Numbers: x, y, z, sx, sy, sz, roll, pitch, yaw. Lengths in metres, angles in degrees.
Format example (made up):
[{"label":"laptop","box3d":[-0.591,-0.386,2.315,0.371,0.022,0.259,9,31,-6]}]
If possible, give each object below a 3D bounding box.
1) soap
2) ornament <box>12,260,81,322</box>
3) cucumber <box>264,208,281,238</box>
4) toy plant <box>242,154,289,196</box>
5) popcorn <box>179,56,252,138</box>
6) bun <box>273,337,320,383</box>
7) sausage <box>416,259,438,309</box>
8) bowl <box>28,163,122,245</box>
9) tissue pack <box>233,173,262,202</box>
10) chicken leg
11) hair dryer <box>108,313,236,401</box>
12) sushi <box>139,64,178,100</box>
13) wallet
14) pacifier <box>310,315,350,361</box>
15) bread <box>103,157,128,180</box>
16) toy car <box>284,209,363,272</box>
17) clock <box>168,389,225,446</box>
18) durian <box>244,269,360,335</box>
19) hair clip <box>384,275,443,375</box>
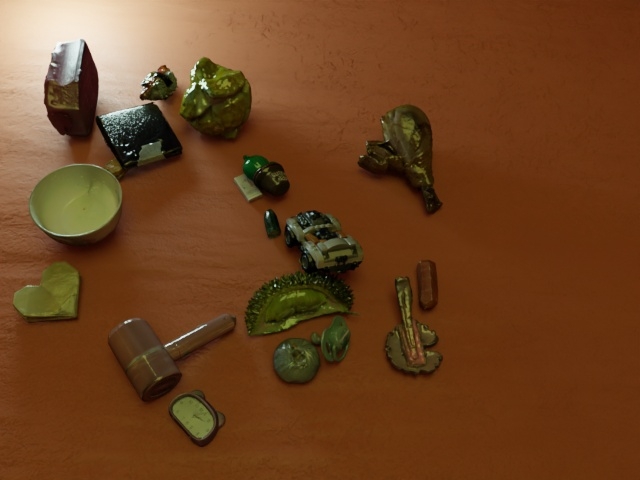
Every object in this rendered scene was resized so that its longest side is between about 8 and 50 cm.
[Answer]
[{"label":"soap","box3d":[-0.864,-0.520,2.132,0.128,0.220,0.324,-1,58,-2]},{"label":"ornament","box3d":[-0.782,0.170,1.814,0.180,0.059,0.201,36,60,12]},{"label":"cucumber","box3d":[-0.162,-0.061,2.022,0.048,0.048,0.105,-10,60,-12]},{"label":"toy plant","box3d":[-0.185,-0.234,2.092,0.143,0.105,0.200,-13,52,-43]},{"label":"popcorn","box3d":[-0.379,-0.504,2.171,0.277,0.225,0.276,-3,55,5]},{"label":"bun","box3d":[-0.069,0.341,1.766,0.141,0.083,0.140,1,58,-2]},{"label":"sausage","box3d":[0.339,0.147,1.938,0.065,0.065,0.169,4,59,-3]},{"label":"bowl","box3d":[-0.753,-0.092,1.925,0.277,0.145,0.277,3,60,-5]},{"label":"tissue pack","box3d":[-0.249,-0.181,2.100,0.056,0.023,0.108,-25,64,-21]},{"label":"chicken leg","box3d":[0.287,-0.271,2.157,0.295,0.182,0.409,-18,78,-6]},{"label":"hair dryer","box3d":[-0.403,0.285,1.763,0.353,0.125,0.210,-26,63,-31]},{"label":"sushi","box3d":[-0.590,-0.561,2.246,0.103,0.097,0.226,13,41,11]},{"label":"wallet","box3d":[-0.630,-0.369,2.128,0.221,0.071,0.262,-21,61,-28]},{"label":"pacifier","box3d":[0.026,0.294,1.810,0.117,0.126,0.150,-6,32,33]},{"label":"bread","box3d":[-0.694,-0.242,2.080,0.081,0.046,0.083,1,60,1]},{"label":"toy car","box3d":[0.000,-0.002,1.921,0.193,0.118,0.301,-9,36,-21]},{"label":"clock","box3d":[-0.337,0.476,1.674,0.153,0.050,0.110,41,63,18]},{"label":"durian","box3d":[-0.068,0.180,1.871,0.352,0.158,0.169,-12,95,-13]},{"label":"hair clip","box3d":[0.269,0.260,1.857,0.173,0.069,0.300,-4,69,-7]}]
